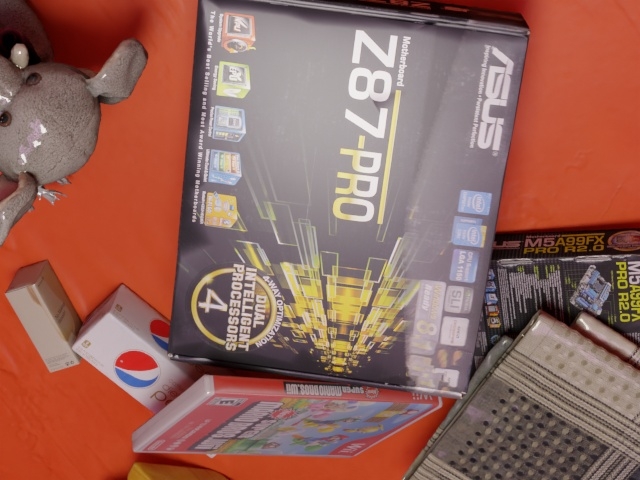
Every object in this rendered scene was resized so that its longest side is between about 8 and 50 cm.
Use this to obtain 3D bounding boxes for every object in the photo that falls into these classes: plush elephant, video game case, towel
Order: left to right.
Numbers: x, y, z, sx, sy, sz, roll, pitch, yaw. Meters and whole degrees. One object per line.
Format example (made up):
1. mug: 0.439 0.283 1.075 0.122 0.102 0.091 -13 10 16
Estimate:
1. plush elephant: -0.323 -0.134 1.273 0.330 0.272 0.255 40 158 -32
2. video game case: -0.038 0.197 1.451 0.285 0.025 0.204 6 152 -29
3. towel: 0.286 0.249 1.452 0.324 0.056 0.312 31 119 -6

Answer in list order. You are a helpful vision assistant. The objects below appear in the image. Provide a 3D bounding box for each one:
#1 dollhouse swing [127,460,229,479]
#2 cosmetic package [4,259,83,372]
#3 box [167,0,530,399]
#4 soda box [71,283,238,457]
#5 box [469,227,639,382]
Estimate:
1. dollhouse swing: -0.119 0.477 1.695 0.315 0.305 0.347 40 115 29
2. cosmetic package: -0.313 0.087 1.522 0.041 0.060 0.115 -17 117 14
3. box: 0.020 -0.050 1.333 0.318 0.097 0.395 8 110 -1
4. soda box: -0.178 0.152 1.536 0.216 0.069 0.074 41 116 -16
5. box: 0.270 0.119 1.457 0.216 0.060 0.270 -3 119 15
